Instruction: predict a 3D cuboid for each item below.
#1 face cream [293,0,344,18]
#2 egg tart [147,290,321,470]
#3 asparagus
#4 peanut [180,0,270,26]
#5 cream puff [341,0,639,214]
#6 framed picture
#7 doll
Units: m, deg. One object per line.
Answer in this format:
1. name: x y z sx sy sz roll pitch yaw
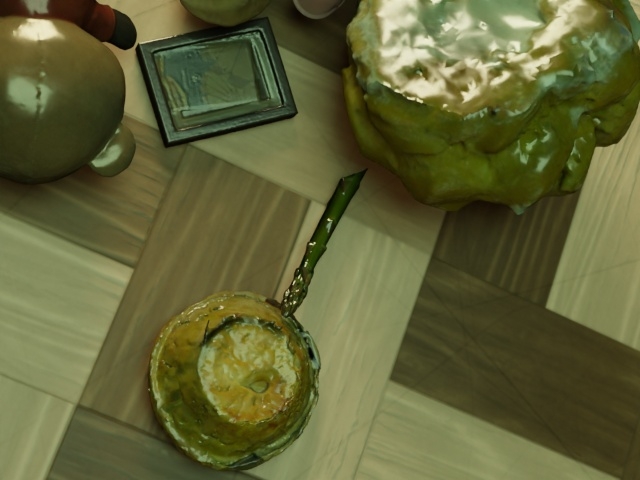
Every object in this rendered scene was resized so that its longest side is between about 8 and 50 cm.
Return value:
1. face cream: 0.056 -0.388 1.529 0.073 0.107 0.269 35 59 -2
2. egg tart: -0.091 0.155 1.395 0.212 0.090 0.213 5 77 -21
3. asparagus: 0.001 0.000 1.472 0.027 0.034 0.236 31 60 -8
4. peanut: -0.073 -0.392 1.488 0.149 0.149 0.313 35 70 -9
5. cream puff: 0.206 -0.180 1.486 0.378 0.275 0.378 -3 60 5
6. framed picture: -0.124 -0.192 1.488 0.168 0.023 0.128 -15 84 -20
7. doll: -0.308 -0.225 1.355 0.235 0.174 0.330 3 76 -24
